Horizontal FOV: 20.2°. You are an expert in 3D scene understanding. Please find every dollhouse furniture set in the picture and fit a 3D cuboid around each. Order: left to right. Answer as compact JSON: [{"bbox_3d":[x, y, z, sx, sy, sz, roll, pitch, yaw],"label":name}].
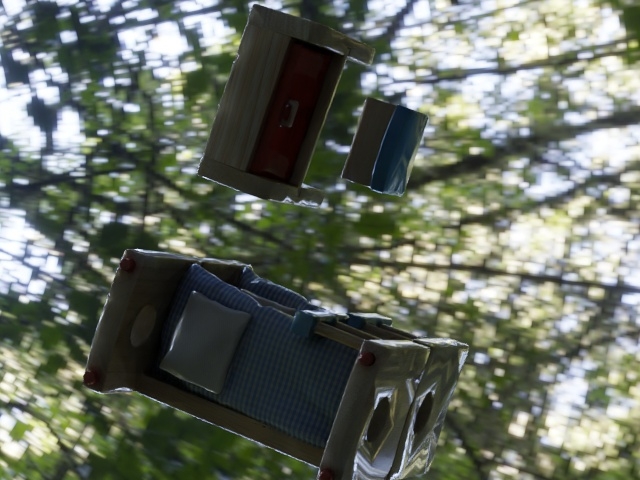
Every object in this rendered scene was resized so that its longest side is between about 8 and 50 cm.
[{"bbox_3d":[0.000,0.000,0.803,0.129,0.129,0.183,20,-86,20],"label":"dollhouse furniture set"}]
